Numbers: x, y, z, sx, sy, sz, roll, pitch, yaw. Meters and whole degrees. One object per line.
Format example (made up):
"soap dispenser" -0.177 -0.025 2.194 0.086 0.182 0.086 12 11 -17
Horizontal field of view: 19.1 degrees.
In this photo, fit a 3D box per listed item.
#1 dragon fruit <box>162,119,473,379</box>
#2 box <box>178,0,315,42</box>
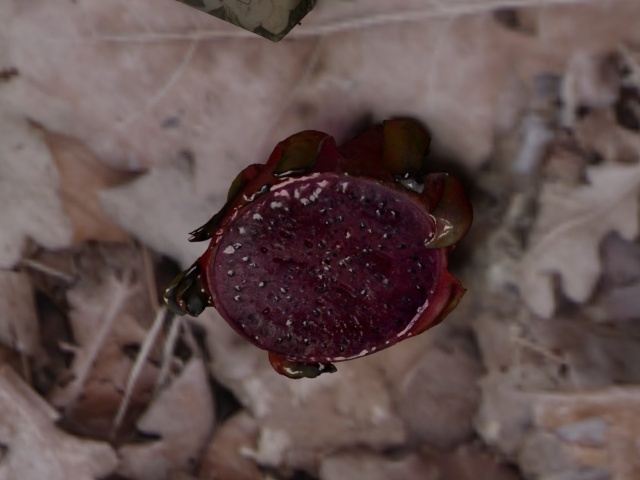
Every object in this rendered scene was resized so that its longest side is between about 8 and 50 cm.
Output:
"dragon fruit" 0.005 0.000 0.846 0.112 0.068 0.126 39 112 -22
"box" -0.045 -0.131 0.803 0.098 0.045 0.062 22 121 11
